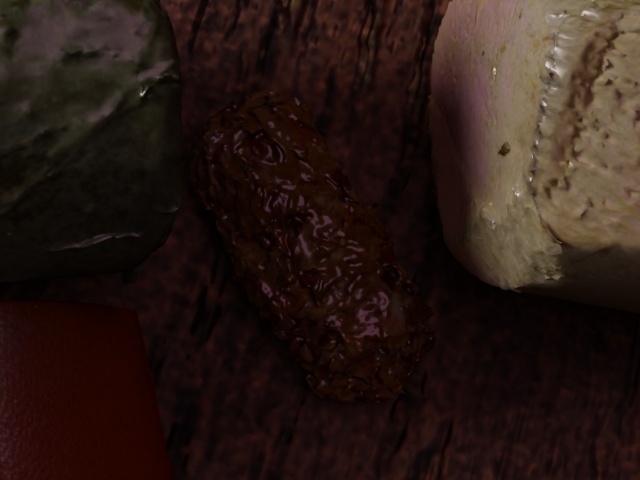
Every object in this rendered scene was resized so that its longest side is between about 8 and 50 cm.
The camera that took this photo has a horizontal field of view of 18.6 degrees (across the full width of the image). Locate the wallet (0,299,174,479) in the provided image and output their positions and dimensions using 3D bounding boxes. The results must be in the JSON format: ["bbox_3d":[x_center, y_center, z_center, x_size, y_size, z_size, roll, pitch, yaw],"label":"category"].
[{"bbox_3d":[-0.112,0.129,0.866,0.142,0.045,0.204,3,70,-55],"label":"wallet"}]

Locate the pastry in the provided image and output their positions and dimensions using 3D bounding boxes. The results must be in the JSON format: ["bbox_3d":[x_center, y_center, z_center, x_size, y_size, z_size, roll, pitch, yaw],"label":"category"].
[{"bbox_3d":[-0.002,0.001,0.951,0.087,0.063,0.169,-32,84,-24],"label":"pastry"}]

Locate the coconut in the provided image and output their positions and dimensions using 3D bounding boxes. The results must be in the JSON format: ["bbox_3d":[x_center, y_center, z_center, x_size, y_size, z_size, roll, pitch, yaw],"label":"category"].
[{"bbox_3d":[0.192,-0.074,0.942,0.245,0.233,0.233,5,73,-14],"label":"coconut"}]

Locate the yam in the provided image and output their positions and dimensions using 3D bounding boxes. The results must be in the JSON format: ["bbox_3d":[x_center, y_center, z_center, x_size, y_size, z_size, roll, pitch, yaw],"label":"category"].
[{"bbox_3d":[-0.224,-0.059,0.836,0.300,0.195,0.195,-7,76,-18],"label":"yam"}]
